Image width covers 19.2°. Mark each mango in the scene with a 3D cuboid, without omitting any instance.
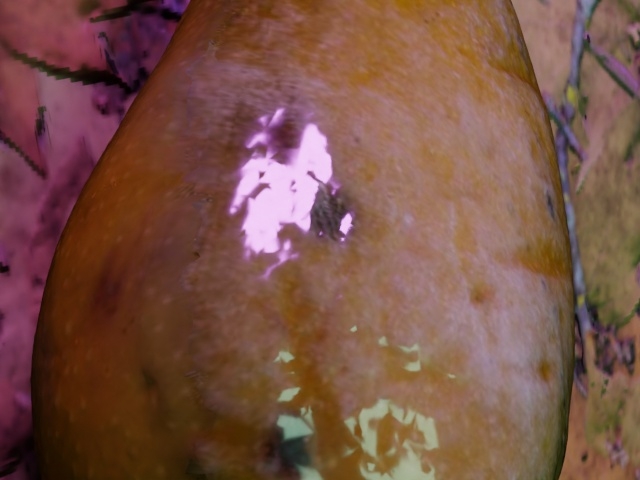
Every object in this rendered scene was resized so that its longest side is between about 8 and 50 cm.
[{"bbox_3d":[0.001,0.006,0.670,0.176,0.176,0.329,74,19,-48],"label":"mango"}]
